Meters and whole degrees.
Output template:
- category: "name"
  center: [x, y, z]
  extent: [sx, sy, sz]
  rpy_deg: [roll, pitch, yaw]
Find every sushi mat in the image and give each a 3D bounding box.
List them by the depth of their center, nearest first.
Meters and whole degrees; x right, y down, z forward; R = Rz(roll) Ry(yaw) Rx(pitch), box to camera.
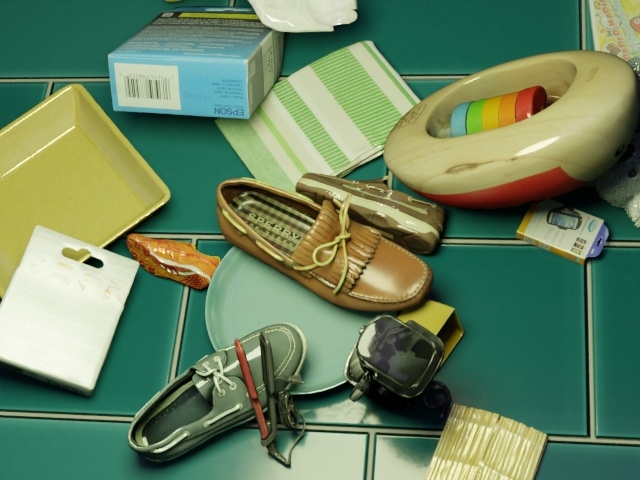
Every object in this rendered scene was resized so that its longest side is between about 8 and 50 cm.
- category: "sushi mat"
  center: [0.215, 0.402, 1.628]
  extent: [0.151, 0.019, 0.316]
  rpy_deg: [18, 66, 18]

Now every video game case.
- category: "video game case"
  center: [0.592, -0.404, 1.984]
  extent: [0.206, 0.026, 0.227]
  rpy_deg: [-3, 63, 8]

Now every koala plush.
- category: "koala plush"
  center: [0.533, -0.142, 1.795]
  extent: [0.196, 0.203, 0.221]
  rpy_deg: [38, 95, 32]

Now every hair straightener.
- category: "hair straightener"
  center: [-0.063, 0.238, 1.664]
  extent: [0.089, 0.230, 0.047]
  rpy_deg: [-18, 22, -11]

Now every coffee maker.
- category: "coffee maker"
  center: [0.128, 0.186, 1.636]
  extent: [0.171, 0.178, 0.120]
  rpy_deg: [10, 76, -2]

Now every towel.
- category: "towel"
  center: [0.007, -0.211, 1.971]
  extent: [0.325, 0.038, 0.248]
  rpy_deg: [-32, 61, -6]

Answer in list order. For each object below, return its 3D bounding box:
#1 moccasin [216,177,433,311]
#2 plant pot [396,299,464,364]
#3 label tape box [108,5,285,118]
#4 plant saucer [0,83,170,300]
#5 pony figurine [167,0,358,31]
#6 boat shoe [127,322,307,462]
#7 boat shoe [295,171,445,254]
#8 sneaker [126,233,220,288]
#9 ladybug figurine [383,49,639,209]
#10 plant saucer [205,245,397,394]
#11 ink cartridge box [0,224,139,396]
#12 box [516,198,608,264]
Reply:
- category: "moccasin"
  center: [0.002, -0.002, 1.751]
  extent: [0.380, 0.147, 0.139]
  rpy_deg: [30, 71, 21]
- category: "plant pot"
  center: [0.165, 0.140, 1.741]
  extent: [0.083, 0.081, 0.081]
  rpy_deg: [26, 69, 32]
- category: "label tape box"
  center: [-0.204, -0.334, 2.002]
  extent: [0.249, 0.115, 0.347]
  rpy_deg: [4, 26, 11]
- category: "plant saucer"
  center: [-0.472, -0.073, 1.948]
  extent: [0.333, 0.081, 0.333]
  rpy_deg: [-37, 64, -10]
- category: "pony figurine"
  center: [-0.130, -0.505, 1.963]
  extent: [0.351, 0.363, 0.302]
  rpy_deg: [-11, 102, -9]
- category: "boat shoe"
  center: [-0.160, 0.233, 1.694]
  extent: [0.319, 0.099, 0.116]
  rpy_deg: [-35, 70, 5]
- category: "boat shoe"
  center: [0.088, -0.064, 1.855]
  extent: [0.257, 0.095, 0.095]
  rpy_deg: [24, 65, 7]
- category: "sneaker"
  center: [-0.251, 0.028, 1.882]
  extent: [0.175, 0.064, 0.067]
  rpy_deg: [23, 48, 14]
- category: "ladybug figurine"
  center: [0.304, -0.162, 1.765]
  extent: [0.449, 0.162, 0.305]
  rpy_deg: [-7, 37, 40]
- category: "plant saucer"
  center: [-0.029, 0.108, 1.807]
  extent: [0.318, 0.043, 0.317]
  rpy_deg: [-4, 62, 7]
- category: "ink cartridge box"
  center: [-0.424, 0.117, 1.814]
  extent: [0.189, 0.066, 0.232]
  rpy_deg: [21, 63, -9]
- category: "box"
  center: [0.401, -0.016, 1.812]
  extent: [0.136, 0.028, 0.081]
  rpy_deg: [25, 69, 17]
